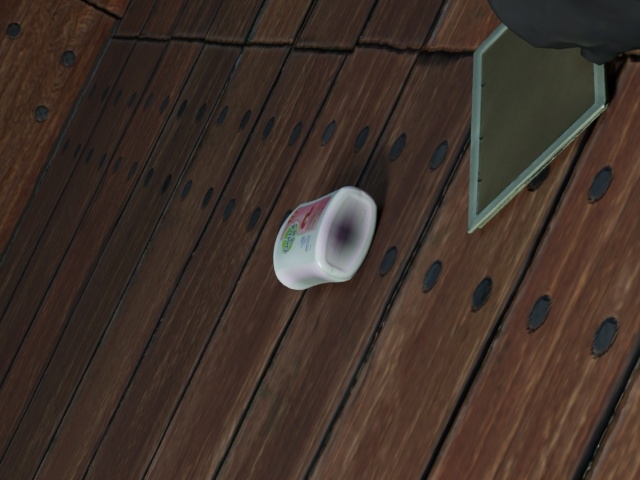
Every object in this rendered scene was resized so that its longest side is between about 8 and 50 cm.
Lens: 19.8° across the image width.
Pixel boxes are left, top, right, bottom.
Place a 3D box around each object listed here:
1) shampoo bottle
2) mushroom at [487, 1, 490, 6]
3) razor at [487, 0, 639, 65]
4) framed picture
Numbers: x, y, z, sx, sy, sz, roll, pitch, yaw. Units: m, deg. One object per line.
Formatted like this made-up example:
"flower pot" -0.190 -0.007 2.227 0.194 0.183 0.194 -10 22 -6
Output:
"shampoo bottle" 0.000 0.000 1.378 0.099 0.043 0.072 -15 51 65
"mushroom" 0.156 -0.186 1.112 0.148 0.112 0.148 -40 25 23
"razor" 0.208 -0.097 0.552 0.107 0.327 0.189 153 136 -69
"framed picture" 0.143 -0.106 1.199 0.142 0.011 0.183 -47 26 40
